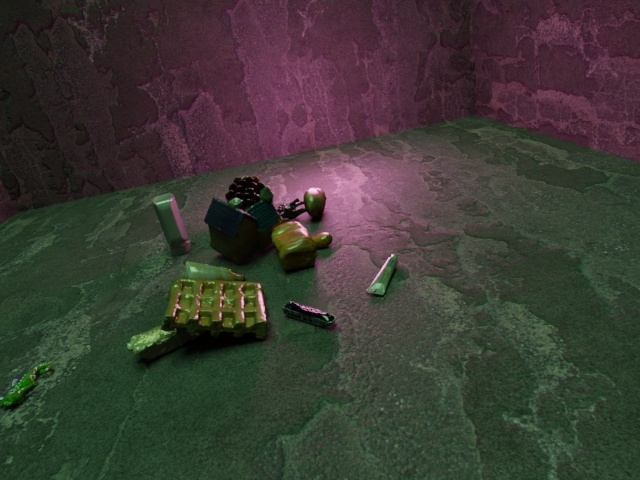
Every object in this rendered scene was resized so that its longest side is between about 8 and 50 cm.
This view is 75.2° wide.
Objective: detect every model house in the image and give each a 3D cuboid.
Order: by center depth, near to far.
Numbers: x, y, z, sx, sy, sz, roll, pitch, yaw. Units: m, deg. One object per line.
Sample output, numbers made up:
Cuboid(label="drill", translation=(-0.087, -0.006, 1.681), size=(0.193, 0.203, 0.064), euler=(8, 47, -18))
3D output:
Cuboid(label="model house", translation=(-0.348, -0.103, 1.904), size=(0.245, 0.280, 0.312), euler=(29, 50, 29))

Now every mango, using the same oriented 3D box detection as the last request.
Cuboid(label="mango", translation=(0.000, 0.000, 1.888), size=(0.114, 0.057, 0.079), euler=(-11, 36, 14))

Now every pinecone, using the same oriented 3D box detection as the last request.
Cuboid(label="pinecone", translation=(-0.395, -0.220, 2.297), size=(0.264, 0.264, 0.264), euler=(-9, 26, 4))

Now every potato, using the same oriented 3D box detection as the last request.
Cuboid(label="potato", translation=(-0.035, -0.204, 2.213), size=(0.113, 0.149, 0.251), euler=(-11, 25, 16))

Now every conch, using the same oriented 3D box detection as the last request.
Cuboid(label="conch", translation=(-0.447, 0.165, 1.696), size=(0.255, 0.127, 0.158), euler=(11, -4, -2))

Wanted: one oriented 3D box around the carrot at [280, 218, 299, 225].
Cuboid(label="carrot", translation=(-0.242, -0.073, 2.138), size=(0.298, 0.078, 0.078), euler=(-12, 25, -15))

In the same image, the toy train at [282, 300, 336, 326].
Cuboid(label="toy train", translation=(-0.036, 0.250, 1.398), size=(0.208, 0.047, 0.043), euler=(10, 34, 36))

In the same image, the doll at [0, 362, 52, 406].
Cuboid(label="doll", translation=(-0.947, 0.461, 1.340), size=(0.115, 0.050, 0.190), euler=(-12, 23, 7))

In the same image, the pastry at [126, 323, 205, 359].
Cuboid(label="pastry", translation=(-0.510, 0.319, 1.401), size=(0.258, 0.089, 0.121), euler=(-29, 26, -29))

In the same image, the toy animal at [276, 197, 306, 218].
Cuboid(label="toy animal", translation=(-0.156, -0.162, 2.160), size=(0.137, 0.082, 0.269), euler=(-24, -4, 16))

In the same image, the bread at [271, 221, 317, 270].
Cuboid(label="bread", translation=(-0.117, 0.016, 1.821), size=(0.167, 0.132, 0.294), euler=(-21, 28, -5))

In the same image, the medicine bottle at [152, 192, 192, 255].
Cuboid(label="medicine bottle", translation=(-0.739, -0.078, 2.075), size=(0.111, 0.296, 0.161), euler=(-19, 28, -12))

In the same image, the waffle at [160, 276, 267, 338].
Cuboid(label="waffle", translation=(-0.356, 0.223, 1.435), size=(0.349, 0.077, 0.304), euler=(5, 21, -14))

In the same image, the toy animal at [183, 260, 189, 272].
Cuboid(label="toy animal", translation=(-0.582, 0.123, 1.876), size=(0.081, 0.060, 0.083), euler=(-48, 21, 17))

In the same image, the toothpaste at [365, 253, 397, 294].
Cuboid(label="toothpaste", translation=(0.241, 0.123, 1.556), size=(0.067, 0.037, 0.255), euler=(8, 34, 25))
